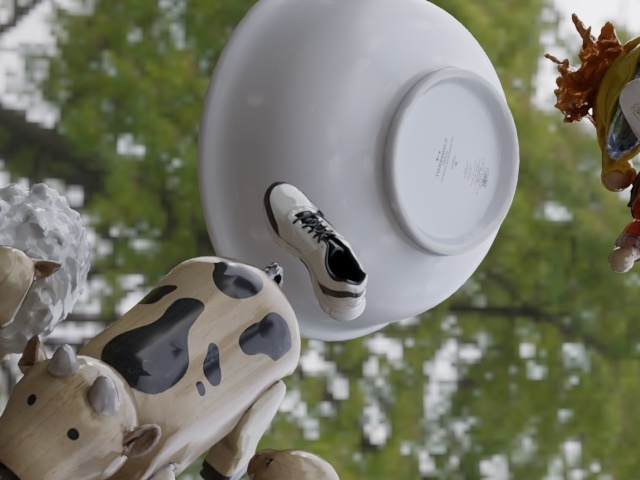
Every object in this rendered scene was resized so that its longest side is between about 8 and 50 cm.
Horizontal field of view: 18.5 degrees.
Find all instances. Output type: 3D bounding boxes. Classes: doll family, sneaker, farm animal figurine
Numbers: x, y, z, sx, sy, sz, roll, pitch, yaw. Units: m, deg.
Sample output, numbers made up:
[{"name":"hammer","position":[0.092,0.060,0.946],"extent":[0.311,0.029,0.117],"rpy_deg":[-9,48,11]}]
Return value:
[{"name":"doll family","position":[0.203,-0.111,0.996],"extent":[0.263,0.118,0.163],"rpy_deg":[-50,-177,4]},{"name":"sneaker","position":[0.000,0.000,1.315],"extent":[0.109,0.040,0.044],"rpy_deg":[53,-27,19]},{"name":"farm animal figurine","position":[-0.091,0.115,1.005],"extent":[0.172,0.330,0.327],"rpy_deg":[-65,178,41]}]

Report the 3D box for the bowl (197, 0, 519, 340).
[{"name":"bowl","position":[0.057,-0.063,1.513],"extent":[0.134,0.298,0.298],"rpy_deg":[6,-84,47]}]
